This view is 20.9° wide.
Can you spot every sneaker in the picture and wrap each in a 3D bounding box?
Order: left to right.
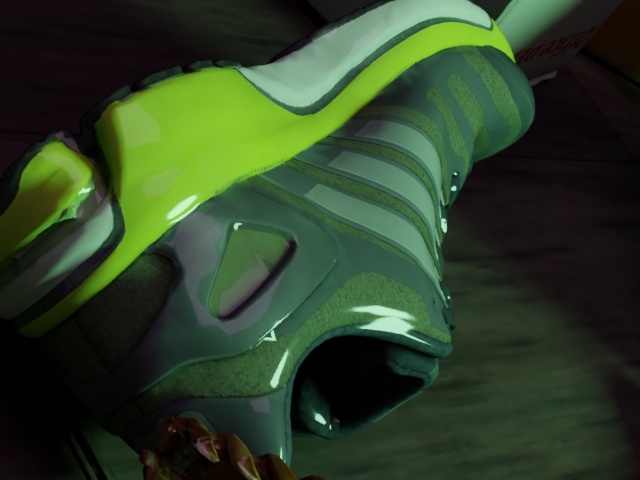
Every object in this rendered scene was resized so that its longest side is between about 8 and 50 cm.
[{"bbox_3d":[0.000,0.000,0.590,0.121,0.111,0.300,57,36,3],"label":"sneaker"}]

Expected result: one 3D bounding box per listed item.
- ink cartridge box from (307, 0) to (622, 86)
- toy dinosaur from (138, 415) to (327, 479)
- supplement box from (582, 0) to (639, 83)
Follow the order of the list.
[{"bbox_3d":[0.131,-0.206,0.817,0.117,0.283,0.207,46,29,11],"label":"ink cartridge box"},{"bbox_3d":[0.081,0.170,0.457,0.322,0.164,0.218,21,17,-4],"label":"toy dinosaur"},{"bbox_3d":[0.247,-0.119,1.062,0.233,0.078,0.080,28,31,-27],"label":"supplement box"}]
